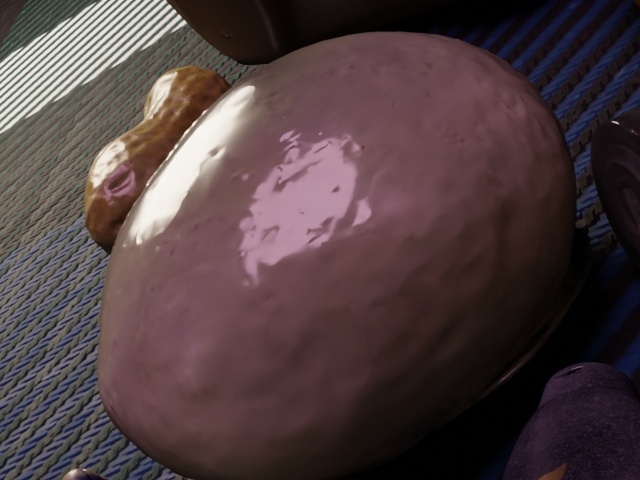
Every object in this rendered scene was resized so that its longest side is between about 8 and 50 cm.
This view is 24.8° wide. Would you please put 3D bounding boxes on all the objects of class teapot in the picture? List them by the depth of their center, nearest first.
[{"bbox_3d":[0.199,-0.019,0.714,0.090,0.124,0.092,-24,-18,-10],"label":"teapot"}]

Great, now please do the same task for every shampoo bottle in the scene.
[{"bbox_3d":[0.105,0.138,0.572,0.087,0.049,0.234,-21,29,25],"label":"shampoo bottle"}]

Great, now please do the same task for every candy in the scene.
[{"bbox_3d":[0.000,0.000,0.773,0.295,0.185,0.295,-28,19,11],"label":"candy"}]

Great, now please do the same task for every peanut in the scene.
[{"bbox_3d":[-0.120,-0.068,1.165,0.103,0.098,0.229,8,40,20],"label":"peanut"}]

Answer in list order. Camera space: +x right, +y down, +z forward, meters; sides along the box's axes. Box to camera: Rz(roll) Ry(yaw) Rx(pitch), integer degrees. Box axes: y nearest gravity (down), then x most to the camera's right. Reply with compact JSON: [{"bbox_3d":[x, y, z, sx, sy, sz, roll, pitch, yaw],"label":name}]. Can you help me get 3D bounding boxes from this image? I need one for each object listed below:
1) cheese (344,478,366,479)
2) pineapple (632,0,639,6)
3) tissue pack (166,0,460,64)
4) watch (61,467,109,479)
[{"bbox_3d":[0.018,0.147,0.676,0.030,0.044,0.083,-11,29,14],"label":"cheese"},{"bbox_3d":[0.305,-0.286,0.901,0.362,0.202,0.202,-26,26,3],"label":"pineapple"},{"bbox_3d":[0.033,-0.328,1.215,0.387,0.267,0.277,-12,32,44],"label":"tissue pack"},{"bbox_3d":[-0.060,0.213,0.548,0.196,0.171,0.200,-47,36,5],"label":"watch"}]
